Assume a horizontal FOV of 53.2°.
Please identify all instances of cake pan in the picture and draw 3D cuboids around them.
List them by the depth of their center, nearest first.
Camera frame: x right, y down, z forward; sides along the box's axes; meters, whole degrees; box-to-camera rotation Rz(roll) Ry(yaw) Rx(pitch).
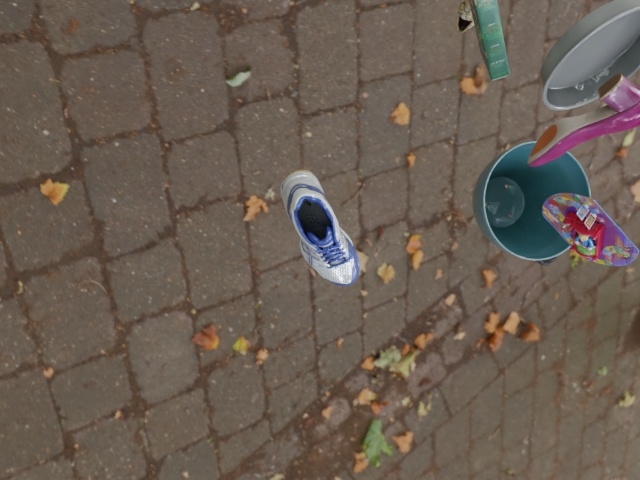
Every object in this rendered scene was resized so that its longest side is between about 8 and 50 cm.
[{"bbox_3d":[0.590,-0.394,1.350,0.293,0.054,0.293,-21,155,-10],"label":"cake pan"}]

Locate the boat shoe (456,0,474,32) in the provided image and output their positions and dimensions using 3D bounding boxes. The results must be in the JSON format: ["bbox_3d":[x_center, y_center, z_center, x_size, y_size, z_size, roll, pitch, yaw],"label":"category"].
[{"bbox_3d":[0.325,-0.500,1.395,0.045,0.050,0.135,-47,165,-7],"label":"boat shoe"}]

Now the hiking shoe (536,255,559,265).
[{"bbox_3d":[0.699,-0.027,1.815,0.227,0.086,0.114,-58,173,-1],"label":"hiking shoe"}]

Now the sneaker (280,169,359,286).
[{"bbox_3d":[0.000,0.000,1.341,0.111,0.131,0.296,-28,119,5],"label":"sneaker"}]

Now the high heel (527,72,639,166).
[{"bbox_3d":[0.500,-0.194,1.177,0.117,0.082,0.244,32,131,-12],"label":"high heel"}]

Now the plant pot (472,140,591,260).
[{"bbox_3d":[0.510,-0.101,1.649,0.290,0.195,0.290,-1,93,-12],"label":"plant pot"}]

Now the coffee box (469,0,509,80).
[{"bbox_3d":[0.314,-0.411,1.210,0.040,0.113,0.184,-16,136,13],"label":"coffee box"}]

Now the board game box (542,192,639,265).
[{"bbox_3d":[0.433,-0.006,1.056,0.169,0.133,0.033,46,73,-8],"label":"board game box"}]
